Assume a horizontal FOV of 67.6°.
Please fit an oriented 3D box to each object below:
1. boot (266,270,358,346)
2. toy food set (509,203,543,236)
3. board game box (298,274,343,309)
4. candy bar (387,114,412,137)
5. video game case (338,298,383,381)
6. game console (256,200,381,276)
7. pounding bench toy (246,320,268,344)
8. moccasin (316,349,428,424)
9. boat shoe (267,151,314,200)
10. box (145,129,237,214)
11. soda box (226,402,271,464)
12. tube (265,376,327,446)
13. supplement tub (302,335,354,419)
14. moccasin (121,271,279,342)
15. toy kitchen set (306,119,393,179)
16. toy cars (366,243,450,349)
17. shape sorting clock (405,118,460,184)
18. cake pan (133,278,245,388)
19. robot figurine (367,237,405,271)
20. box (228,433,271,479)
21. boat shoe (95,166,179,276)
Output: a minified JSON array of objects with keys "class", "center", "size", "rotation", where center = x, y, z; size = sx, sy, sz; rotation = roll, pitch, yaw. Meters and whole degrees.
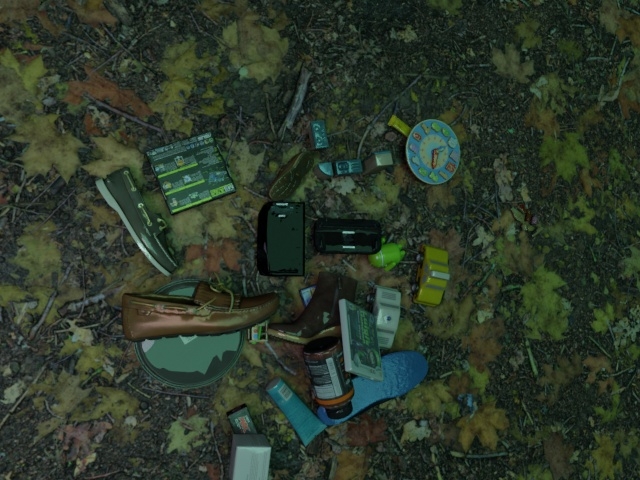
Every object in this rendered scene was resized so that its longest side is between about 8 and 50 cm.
[{"class":"boot","center":[-0.018,0.187,1.324],"size":[0.249,0.090,0.206],"rotation":[11,73,-16]},{"class":"toy food set","center":[0.699,-0.074,1.625],"size":[0.078,0.019,0.122],"rotation":[-33,87,-17]},{"class":"board game box","center":[0.032,0.216,1.387],"size":[0.136,0.035,0.201],"rotation":[-18,90,-17]},{"class":"candy bar","center":[0.285,-0.338,1.524],"size":[0.162,0.018,0.040],"rotation":[35,75,-12]},{"class":"video game case","center":[0.109,0.268,1.276],"size":[0.173,0.022,0.190],"rotation":[34,43,-48]},{"class":"game console","center":[0.000,0.000,1.373],"size":[0.362,0.044,0.213],"rotation":[2,84,-8]},{"class":"pounding bench toy","center":[-0.169,0.249,1.298],"size":[0.052,0.083,0.065],"rotation":[1,84,-17]},{"class":"moccasin","center":[0.137,0.403,1.364],"size":[0.342,0.117,0.137],"rotation":[-19,78,-13]},{"class":"boat shoe","center":[-0.091,-0.185,1.377],"size":[0.178,0.060,0.064],"rotation":[-52,127,-17]},{"class":"box","center":[-0.351,-0.185,1.306],"size":[0.191,0.045,0.184],"rotation":[-24,94,-18]},{"class":"soda box","center":[-0.193,0.529,1.280],"size":[0.060,0.053,0.168],"rotation":[-23,91,-17]},{"class":"tube","center":[-0.070,0.472,1.328],"size":[0.080,0.052,0.207],"rotation":[-38,101,-12]},{"class":"supplement tub","center":[0.026,0.354,1.229],"size":[0.106,0.106,0.197],"rotation":[-19,101,-18]},{"class":"moccasin","center":[-0.293,0.158,1.195],"size":[0.381,0.139,0.146],"rotation":[-3,94,-8]},{"class":"toy kitchen set","center":[0.082,-0.277,1.403],"size":[0.207,0.122,0.165],"rotation":[-9,88,-18]},{"class":"toy cars","center":[0.269,0.167,1.436],"size":[0.394,0.087,0.176],"rotation":[-38,96,-16]},{"class":"shape sorting clock","center":[0.359,-0.281,1.515],"size":[0.206,0.040,0.206],"rotation":[-2,94,-26]},{"class":"cake pan","center":[-0.341,0.247,1.262],"size":[0.294,0.054,0.292],"rotation":[2,84,-16]},{"class":"robot figurine","center":[0.194,0.044,1.435],"size":[0.115,0.067,0.101],"rotation":[-11,61,-16]},{"class":"box","center":[-0.179,0.552,1.200],"size":[0.087,0.102,0.101],"rotation":[8,84,-17]},{"class":"boat shoe","center":[-0.451,-0.048,1.228],"size":[0.091,0.109,0.305],"rotation":[-35,91,-12]}]
